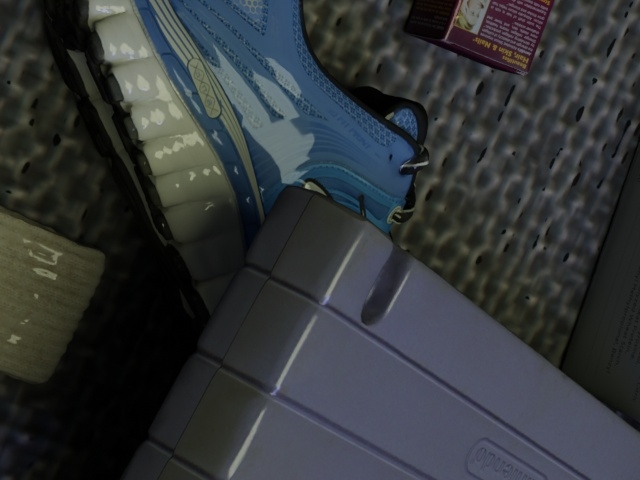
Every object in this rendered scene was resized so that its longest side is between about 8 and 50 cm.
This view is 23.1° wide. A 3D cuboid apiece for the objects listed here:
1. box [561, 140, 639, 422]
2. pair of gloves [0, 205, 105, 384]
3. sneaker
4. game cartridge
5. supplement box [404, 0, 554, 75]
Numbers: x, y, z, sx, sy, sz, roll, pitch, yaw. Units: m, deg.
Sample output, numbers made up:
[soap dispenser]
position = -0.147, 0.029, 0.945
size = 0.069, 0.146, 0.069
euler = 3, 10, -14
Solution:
[box]
position = 0.260, 0.028, 0.866
size = 0.181, 0.119, 0.181
euler = 15, 97, -27
[pair of gloves]
position = -0.228, 0.059, 0.688
size = 0.204, 0.042, 0.240
euler = 35, 87, -28
[sneaker]
position = 0.000, 0.000, 0.731
size = 0.147, 0.130, 0.330
euler = -26, 113, -14
[game cartridge]
position = 0.035, 0.146, 0.698
size = 0.230, 0.068, 0.355
euler = -57, 141, -4
[supplement box]
position = 0.087, -0.132, 0.783
size = 0.055, 0.043, 0.083
euler = 18, 95, -28
